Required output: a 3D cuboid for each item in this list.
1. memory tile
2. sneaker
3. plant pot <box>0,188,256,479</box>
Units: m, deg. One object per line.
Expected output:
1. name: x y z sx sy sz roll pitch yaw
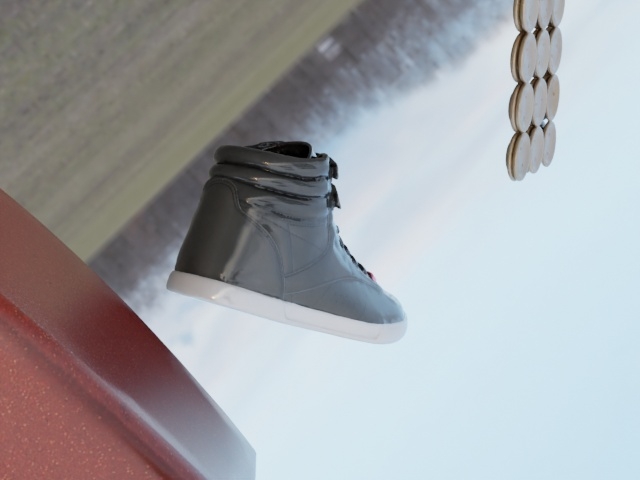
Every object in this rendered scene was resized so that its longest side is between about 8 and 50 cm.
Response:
1. memory tile: 0.161 -0.122 1.026 0.012 0.148 0.113 7 -165 24
2. sneaker: 0.000 0.000 1.144 0.296 0.105 0.146 18 87 -53
3. plant pot: -0.179 0.144 0.739 0.267 0.236 0.267 -57 -175 3
